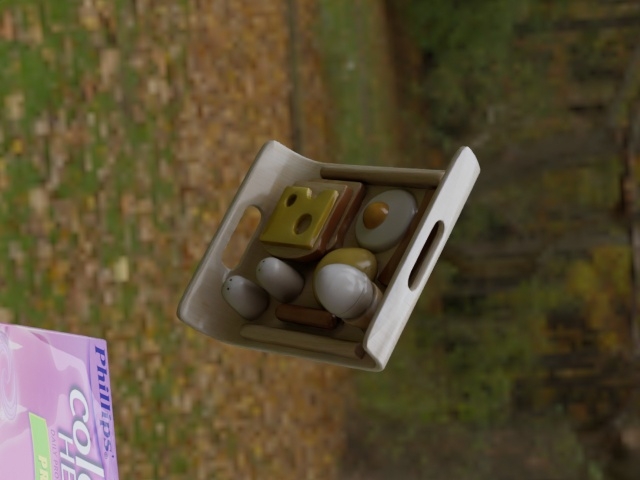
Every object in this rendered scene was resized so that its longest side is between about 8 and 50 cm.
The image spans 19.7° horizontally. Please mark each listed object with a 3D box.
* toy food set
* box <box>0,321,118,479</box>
[{"bbox_3d":[0.000,0.000,1.811,0.092,0.306,0.220,39,70,-36],"label":"toy food set"},{"bbox_3d":[-0.258,0.177,1.393,0.243,0.117,0.213,21,61,-67],"label":"box"}]
